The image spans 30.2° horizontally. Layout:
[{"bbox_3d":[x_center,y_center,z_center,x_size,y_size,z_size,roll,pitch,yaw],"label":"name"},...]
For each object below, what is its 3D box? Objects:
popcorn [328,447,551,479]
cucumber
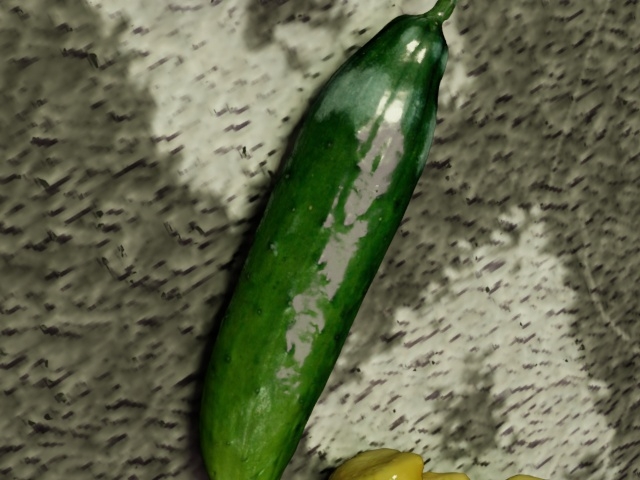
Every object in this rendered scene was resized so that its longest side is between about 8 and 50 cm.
[{"bbox_3d":[0.054,0.186,0.536,0.194,0.140,0.163,-39,125,-16],"label":"popcorn"},{"bbox_3d":[0.000,0.000,0.500,0.056,0.056,0.250,20,95,-32],"label":"cucumber"}]
